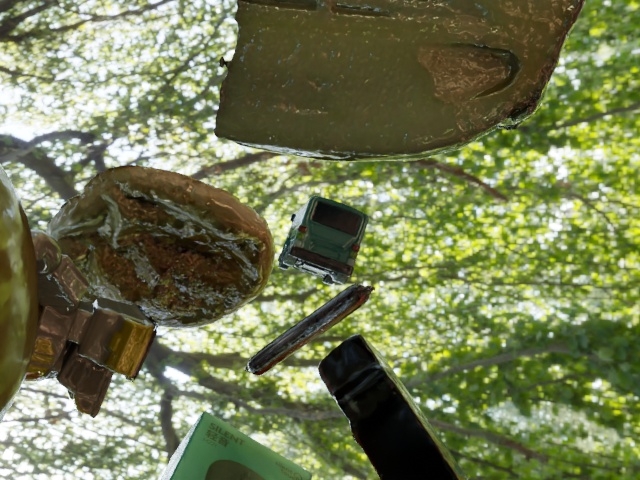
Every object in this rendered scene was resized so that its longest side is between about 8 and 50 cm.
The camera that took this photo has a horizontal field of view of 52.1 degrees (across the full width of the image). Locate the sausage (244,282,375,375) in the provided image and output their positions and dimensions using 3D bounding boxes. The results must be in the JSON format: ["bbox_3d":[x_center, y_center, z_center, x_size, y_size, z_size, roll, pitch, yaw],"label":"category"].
[{"bbox_3d":[-0.016,0.093,0.664,0.025,0.198,0.028,55,-145,5],"label":"sausage"}]

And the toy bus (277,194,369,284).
[{"bbox_3d":[0.000,0.000,0.788,0.079,0.160,0.091,20,-98,-6],"label":"toy bus"}]

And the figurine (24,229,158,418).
[{"bbox_3d":[-0.345,0.089,0.718,0.143,0.309,0.308,-110,-6,-59],"label":"figurine"}]

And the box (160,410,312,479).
[{"bbox_3d":[-0.136,0.391,0.870,0.205,0.118,0.311,34,-162,-4],"label":"box"}]

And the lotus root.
[{"bbox_3d":[0.076,-0.188,0.533,0.149,0.261,0.266,2,-83,-76],"label":"lotus root"}]

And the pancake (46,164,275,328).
[{"bbox_3d":[-0.263,0.031,1.110,0.387,0.387,0.082,50,-159,-41],"label":"pancake"}]

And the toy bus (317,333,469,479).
[{"bbox_3d":[0.125,0.290,0.809,0.093,0.408,0.092,-40,-41,5],"label":"toy bus"}]

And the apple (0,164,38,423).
[{"bbox_3d":[-0.378,0.043,0.446,0.305,0.339,0.338,-87,-23,-60],"label":"apple"}]
